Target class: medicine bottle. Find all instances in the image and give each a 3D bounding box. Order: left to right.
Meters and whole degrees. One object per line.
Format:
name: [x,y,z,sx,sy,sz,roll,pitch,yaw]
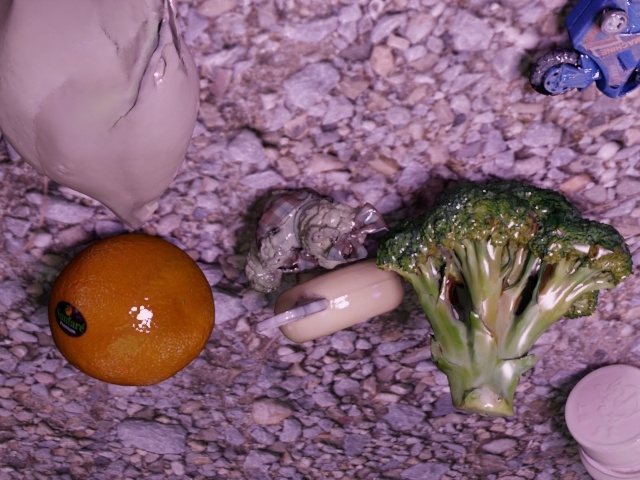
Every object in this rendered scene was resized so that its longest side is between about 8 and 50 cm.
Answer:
medicine bottle: [0.473,0.307,1.405,0.170,0.170,0.293,-20,133,26]

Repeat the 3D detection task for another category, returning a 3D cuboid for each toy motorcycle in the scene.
toy motorcycle: [0.285,-0.200,0.887,0.114,0.076,0.205,12,139,-23]

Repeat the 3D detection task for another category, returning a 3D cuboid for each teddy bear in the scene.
teddy bear: [-0.012,-0.017,1.100,0.111,0.133,0.213,62,151,-1]

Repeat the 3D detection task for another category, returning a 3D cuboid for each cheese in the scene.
cheese: [0.018,0.069,1.118,0.163,0.071,0.249,-21,175,4]

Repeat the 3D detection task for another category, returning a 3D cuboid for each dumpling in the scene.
dumpling: [-0.243,-0.154,0.919,0.260,0.181,0.341,27,169,3]

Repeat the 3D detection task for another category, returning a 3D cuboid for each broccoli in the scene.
broccoli: [0.203,0.062,1.054,0.254,0.269,0.269,24,137,-33]

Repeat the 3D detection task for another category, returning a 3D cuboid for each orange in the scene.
orange: [-0.234,0.086,1.178,0.206,0.206,0.206,2,140,2]
